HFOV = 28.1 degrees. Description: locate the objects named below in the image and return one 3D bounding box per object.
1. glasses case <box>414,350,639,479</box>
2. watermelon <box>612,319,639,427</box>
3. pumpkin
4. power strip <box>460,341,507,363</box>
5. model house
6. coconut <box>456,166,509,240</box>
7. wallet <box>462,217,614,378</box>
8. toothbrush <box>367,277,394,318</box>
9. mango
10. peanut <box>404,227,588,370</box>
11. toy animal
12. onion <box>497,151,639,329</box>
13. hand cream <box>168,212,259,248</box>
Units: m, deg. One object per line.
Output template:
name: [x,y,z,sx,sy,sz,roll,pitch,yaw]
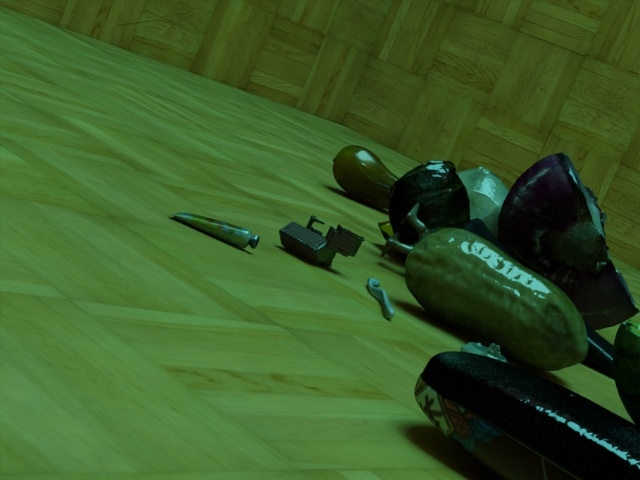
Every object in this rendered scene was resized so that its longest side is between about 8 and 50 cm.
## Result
glasses case: [0.210,0.172,0.936,0.321,0.082,0.122,30,12,31]
watermelon: [0.390,0.167,1.294,0.204,0.127,0.232,19,8,-29]
pumpkin: [0.155,-0.025,1.837,0.119,0.108,0.183,-15,-27,-10]
power strip: [0.175,0.119,1.337,0.055,0.035,0.083,24,6,2]
model house: [0.000,0.000,1.530,0.083,0.057,0.058,31,6,31]
coconut: [0.239,-0.035,2.019,0.161,0.162,0.161,23,9,-4]
wallet: [0.297,0.075,1.711,0.285,0.030,0.146,42,15,8]
toothbrush: [0.067,0.065,1.458,0.017,0.014,0.162,4,11,-4]
mango: [0.090,-0.106,2.354,0.159,0.084,0.105,43,-9,-3]
peanut: [0.206,0.071,1.479,0.236,0.120,0.110,32,46,17]
toy animal: [0.173,0.036,1.709,0.179,0.089,0.188,36,5,2]
onion: [0.359,0.005,1.941,0.348,0.159,0.267,-36,103,-76]
hand cream: [-0.118,-0.015,1.427,0.102,0.022,0.035,20,13,10]
